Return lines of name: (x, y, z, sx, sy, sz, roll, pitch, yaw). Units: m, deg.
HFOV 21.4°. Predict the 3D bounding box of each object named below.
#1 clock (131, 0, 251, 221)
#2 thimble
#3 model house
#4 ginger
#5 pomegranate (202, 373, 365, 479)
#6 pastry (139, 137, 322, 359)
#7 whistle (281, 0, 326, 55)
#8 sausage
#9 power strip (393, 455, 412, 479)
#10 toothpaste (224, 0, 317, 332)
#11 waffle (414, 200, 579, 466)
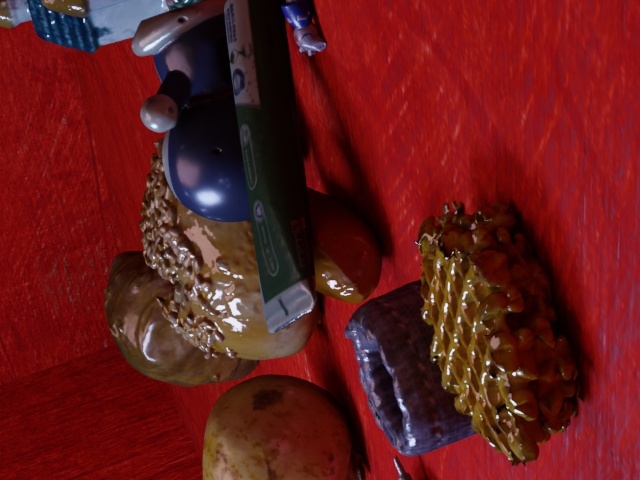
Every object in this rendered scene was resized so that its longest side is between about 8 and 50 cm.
clock: (-0.113, -0.139, 1.850, 0.146, 0.199, 0.243, -14, 93, 41)
thimble: (0.090, 0.107, 1.458, 0.150, 0.097, 0.150, 160, 90, -78)
model house: (-0.291, -0.334, 2.051, 0.184, 0.291, 0.253, 79, 167, -57)
ginger: (-0.224, 0.133, 2.686, 0.200, 0.223, 0.269, -129, 24, -49)
pomegranate: (-0.045, 0.269, 2.144, 0.215, 0.215, 0.215, 160, 90, -79)
pastry: (-0.125, 0.005, 2.073, 0.284, 0.184, 0.316, -143, 35, -68)
whistle: (-0.018, -0.215, 1.609, 0.033, 0.029, 0.083, -7, 112, 41)
sausage: (0.000, 0.000, 1.721, 0.238, 0.098, 0.098, -136, 29, -69)
power strip: (0.114, 0.332, 1.854, 0.137, 0.044, 0.216, -130, 23, -61)
toothpaste: (-0.049, -0.106, 1.672, 0.099, 0.061, 0.392, -36, 57, 56)
waffle: (0.131, 0.064, 1.275, 0.193, 0.070, 0.197, 179, 74, -78)
